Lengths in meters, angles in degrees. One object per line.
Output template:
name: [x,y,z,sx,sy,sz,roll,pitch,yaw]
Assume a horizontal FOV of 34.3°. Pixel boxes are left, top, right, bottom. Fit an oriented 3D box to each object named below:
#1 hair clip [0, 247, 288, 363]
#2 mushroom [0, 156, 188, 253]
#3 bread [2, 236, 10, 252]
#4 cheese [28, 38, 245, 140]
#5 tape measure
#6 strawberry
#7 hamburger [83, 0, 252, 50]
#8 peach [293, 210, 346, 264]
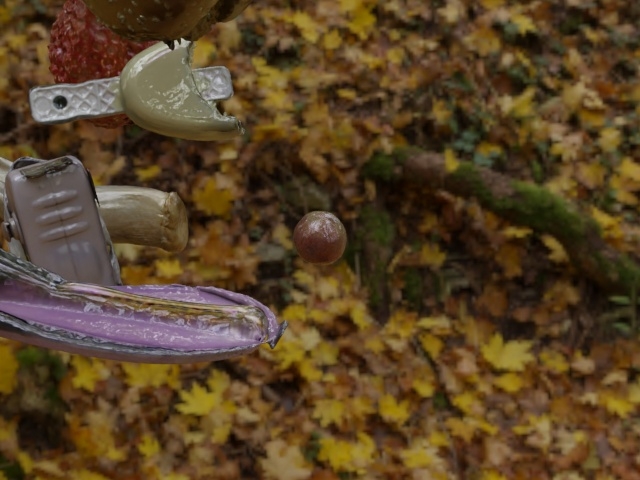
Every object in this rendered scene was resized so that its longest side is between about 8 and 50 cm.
hair clip: [-0.205,0.054,0.905,0.358,0.096,0.110,15,-11,-7]
mushroom: [-0.375,-0.055,1.611,0.351,0.123,0.095,12,35,-3]
bread: [-0.559,0.025,2.014,0.094,0.246,0.102,-3,-12,15]
cheese: [-0.210,-0.163,1.176,0.234,0.127,0.050,-10,2,-9]
tape measure: [-0.311,0.006,1.231,0.120,0.236,0.197,-19,22,-20]
strawberry: [-0.373,-0.395,1.940,0.267,0.351,0.312,11,40,-2]
hamburger: [-0.144,-0.291,0.956,0.215,0.189,0.122,-50,-6,39]
peach: [-0.001,-0.002,1.531,0.083,0.083,0.083,-5,14,1]
